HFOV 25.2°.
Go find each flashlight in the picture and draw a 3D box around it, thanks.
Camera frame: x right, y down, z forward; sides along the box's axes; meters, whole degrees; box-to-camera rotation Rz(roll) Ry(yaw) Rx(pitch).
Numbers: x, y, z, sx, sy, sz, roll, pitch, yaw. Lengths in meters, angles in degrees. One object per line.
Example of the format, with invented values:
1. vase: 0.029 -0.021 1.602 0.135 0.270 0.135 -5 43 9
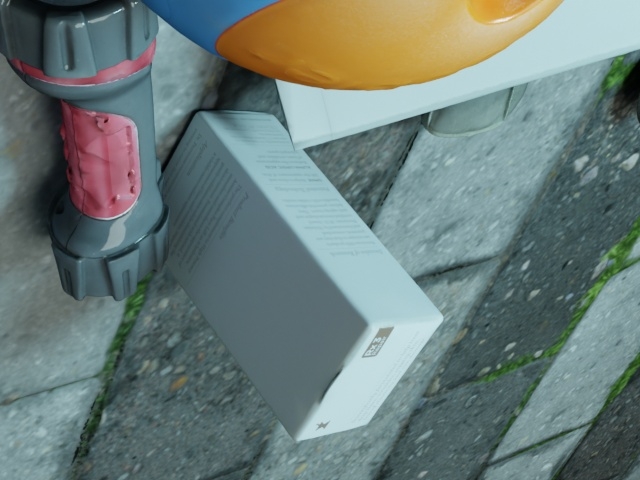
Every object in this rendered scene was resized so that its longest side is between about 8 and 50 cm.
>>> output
1. flashlight: -0.148 -0.069 0.914 0.103 0.103 0.304 -3 144 -7

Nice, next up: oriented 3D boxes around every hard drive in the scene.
1. hard drive: 0.107 -0.185 0.967 0.308 0.040 0.203 -16 135 -1

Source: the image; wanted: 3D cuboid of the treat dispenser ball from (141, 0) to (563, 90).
1. treat dispenser ball: 0.016 -0.217 0.695 0.288 0.288 0.288 -29 150 -19

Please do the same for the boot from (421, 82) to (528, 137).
1. boot: 0.173 -0.185 1.152 0.190 0.076 0.208 -20 142 -16

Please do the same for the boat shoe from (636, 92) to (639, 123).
1. boat shoe: 0.454 -0.206 1.407 0.324 0.116 0.123 -40 152 1

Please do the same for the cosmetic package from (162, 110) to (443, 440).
1. cosmetic package: -0.028 0.020 1.038 0.086 0.231 0.117 -4 137 -47
